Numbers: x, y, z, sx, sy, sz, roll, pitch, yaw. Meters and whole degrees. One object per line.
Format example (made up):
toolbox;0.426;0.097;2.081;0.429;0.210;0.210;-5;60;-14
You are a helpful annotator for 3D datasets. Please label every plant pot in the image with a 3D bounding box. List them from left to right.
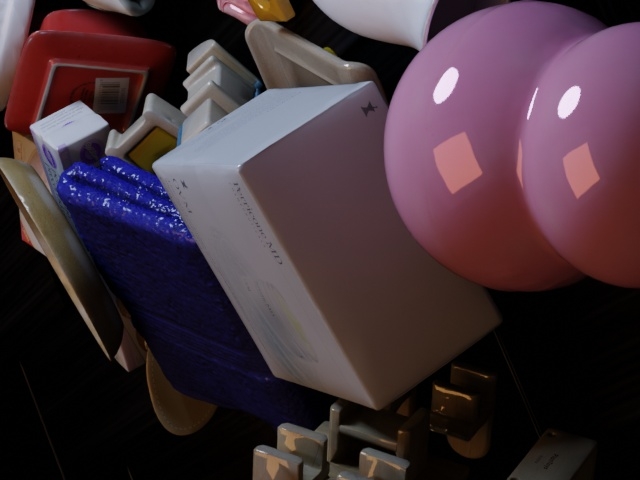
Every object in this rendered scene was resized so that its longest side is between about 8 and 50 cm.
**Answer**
plant pot;-0.259;0.013;1.783;0.236;0.032;0.236;57;169;17

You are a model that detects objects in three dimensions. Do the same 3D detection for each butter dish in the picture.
butter dish;-0.247;-0.191;1.859;0.160;0.160;0.118;116;151;-47

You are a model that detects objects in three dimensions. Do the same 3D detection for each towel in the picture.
towel;-0.112;0.055;1.700;0.228;0.076;0.308;19;147;39

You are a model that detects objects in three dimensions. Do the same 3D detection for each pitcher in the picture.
pitcher;0.073;-0.192;1.389;0.207;0.125;0.177;46;169;41

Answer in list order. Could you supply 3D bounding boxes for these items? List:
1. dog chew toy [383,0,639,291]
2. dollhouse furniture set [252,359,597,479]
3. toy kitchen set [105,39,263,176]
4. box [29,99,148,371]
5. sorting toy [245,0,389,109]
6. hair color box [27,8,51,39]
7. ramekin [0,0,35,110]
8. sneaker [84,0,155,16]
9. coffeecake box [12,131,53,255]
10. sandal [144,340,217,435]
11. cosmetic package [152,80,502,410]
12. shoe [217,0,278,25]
dog chew toy;0.201;-0.057;1.184;0.332;0.207;0.206;9;111;46
dollhouse furniture set;0.092;0.222;1.459;0.242;0.212;0.161;15;120;25
toy kitchen set;-0.114;-0.067;1.653;0.166;0.122;0.207;-42;22;20
box;-0.230;0.002;1.891;0.063;0.067;0.324;39;150;43
sorting toy;0.025;-0.102;1.501;0.196;0.047;0.347;31;150;55
hair color box;-0.297;-0.206;1.997;0.141;0.043;0.072;36;132;45
ramekin;-0.383;-0.282;1.916;0.273;0.127;0.272;-170;90;-74
sneaker;-0.182;-0.370;1.704;0.146;0.122;0.330;32;132;26
coffeecake box;-0.278;-0.043;2.020;0.185;0.068;0.142;29;128;49
sandal;-0.148;0.084;1.899;0.079;0.088;0.240;-124;27;-86
cosmetic package;0.000;0.000;1.439;0.224;0.138;0.225;60;161;-14
shoe;-0.091;-0.269;1.641;0.178;0.063;0.081;43;134;34
